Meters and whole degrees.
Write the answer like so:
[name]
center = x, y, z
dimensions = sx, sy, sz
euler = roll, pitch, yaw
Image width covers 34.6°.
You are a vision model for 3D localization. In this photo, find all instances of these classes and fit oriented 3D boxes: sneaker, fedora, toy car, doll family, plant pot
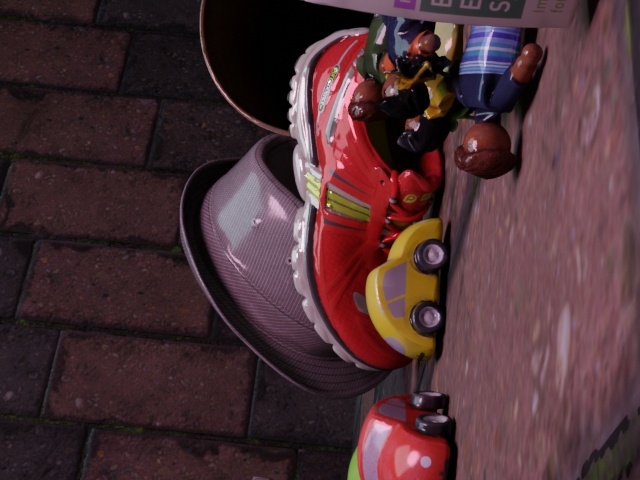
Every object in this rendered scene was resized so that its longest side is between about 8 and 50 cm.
[sneaker]
center = 0.044, -0.026, 0.806
dimensions = 0.107, 0.118, 0.279
euler = -17, -78, -42
[fedora]
center = 0.000, 0.000, 0.979
dimensions = 0.243, 0.275, 0.124
euler = -20, -23, -49
[toy car]
center = 0.048, 0.129, 0.698
dimensions = 0.239, 0.053, 0.225
euler = -83, -2, -48
[doll family]
center = 0.057, -0.090, 0.495
dimensions = 0.193, 0.076, 0.111
euler = -106, 26, -85
[plant pot]
center = 0.025, -0.188, 0.999
dimensions = 0.230, 0.215, 0.216
euler = 15, -100, -74

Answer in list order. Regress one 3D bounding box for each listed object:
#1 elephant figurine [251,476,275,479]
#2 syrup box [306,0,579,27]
[elephant figurine]
center = -0.003, 0.254, 0.654
dimensions = 0.186, 0.169, 0.239
euler = -47, -21, -20
[syrup box]
center = 0.051, -0.192, 0.359
dimensions = 0.093, 0.096, 0.237
euler = 94, -178, -57
